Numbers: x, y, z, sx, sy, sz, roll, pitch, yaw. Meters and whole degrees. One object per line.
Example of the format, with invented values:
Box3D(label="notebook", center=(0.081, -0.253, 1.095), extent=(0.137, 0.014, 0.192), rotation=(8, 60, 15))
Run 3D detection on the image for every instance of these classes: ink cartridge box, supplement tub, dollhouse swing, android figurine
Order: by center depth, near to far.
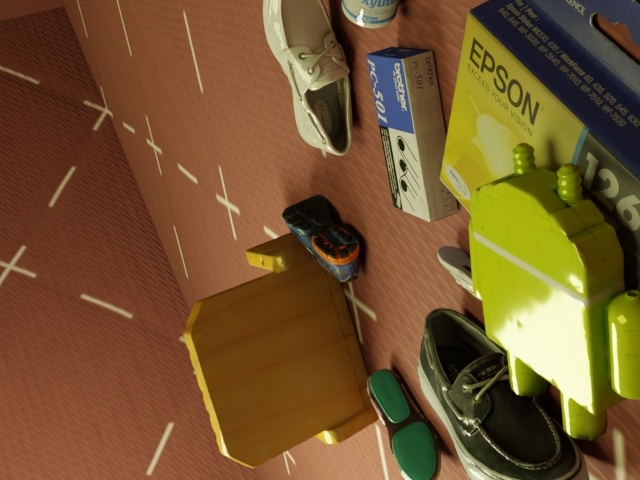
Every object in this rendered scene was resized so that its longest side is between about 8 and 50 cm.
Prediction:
Box3D(label="android figurine", center=(0.211, 0.045, 0.890), extent=(0.248, 0.056, 0.272), rotation=(37, 143, 57))
Box3D(label="ink cartridge box", center=(0.229, -0.084, 0.899), extent=(0.307, 0.072, 0.303), rotation=(89, 155, -47))
Box3D(label="supplement tub", center=(0.066, -0.310, 1.142), extent=(0.107, 0.071, 0.071), rotation=(102, 145, -59))
Box3D(label="ink cartridge box", center=(0.115, -0.134, 1.210), extent=(0.097, 0.046, 0.207), rotation=(30, 135, 62))
Box3D(label="dollhouse swing", center=(-0.101, 0.200, 1.748), extent=(0.315, 0.305, 0.346), rotation=(7, 115, 70))

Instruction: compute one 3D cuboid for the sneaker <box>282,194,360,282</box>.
Box3D(label="sneaker", center=(0.000, 0.000, 1.624), extent=(0.221, 0.083, 0.087), rotation=(-127, 17, -52))

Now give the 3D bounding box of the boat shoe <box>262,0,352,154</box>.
Box3D(label="boat shoe", center=(-0.001, -0.246, 1.368), extent=(0.096, 0.098, 0.277), rotation=(42, 156, 52))

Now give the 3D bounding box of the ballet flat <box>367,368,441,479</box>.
Box3D(label="ballet flat", center=(0.138, 0.305, 1.545), extent=(0.221, 0.077, 0.079), rotation=(63, 179, 39))

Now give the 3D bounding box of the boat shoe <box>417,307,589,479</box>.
Box3D(label="boat shoe", center=(0.196, 0.191, 1.163), extent=(0.335, 0.121, 0.119), rotation=(-136, 28, -59))

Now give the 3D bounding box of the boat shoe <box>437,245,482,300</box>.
Box3D(label="boat shoe", center=(0.180, 0.043, 1.213), extent=(0.100, 0.035, 0.035), rotation=(41, 143, 46))
